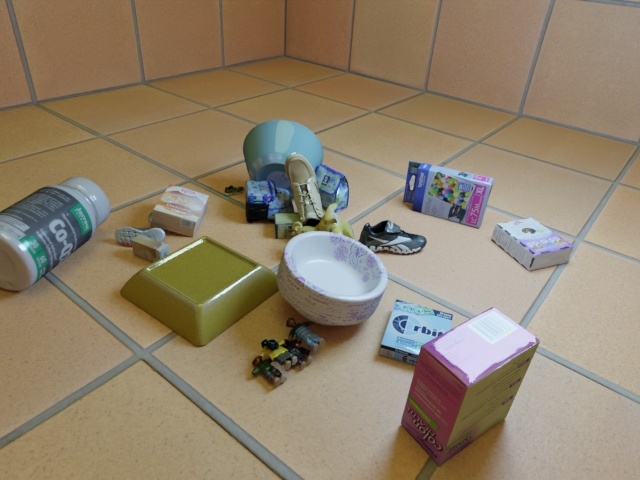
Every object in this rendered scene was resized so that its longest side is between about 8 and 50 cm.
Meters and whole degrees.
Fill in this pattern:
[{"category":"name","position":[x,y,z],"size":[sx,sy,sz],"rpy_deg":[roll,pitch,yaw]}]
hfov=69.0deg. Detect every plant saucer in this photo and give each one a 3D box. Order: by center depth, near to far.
[{"category":"plant saucer","position":[-0.328,0.105,1.303],"size":[0.333,0.080,0.333],"rpy_deg":[24,39,27]}]

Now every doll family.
[{"category":"doll family","position":[-0.083,0.256,1.112],"size":[0.193,0.075,0.111],"rpy_deg":[-21,36,-40]}]

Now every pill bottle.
[{"category":"pill bottle","position":[-0.796,-0.037,1.352],"size":[0.204,0.204,0.361],"rpy_deg":[11,34,10]}]

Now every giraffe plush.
[{"category":"giraffe plush","position":[0.000,0.000,1.447],"size":[0.171,0.210,0.181],"rpy_deg":[-20,34,18]}]

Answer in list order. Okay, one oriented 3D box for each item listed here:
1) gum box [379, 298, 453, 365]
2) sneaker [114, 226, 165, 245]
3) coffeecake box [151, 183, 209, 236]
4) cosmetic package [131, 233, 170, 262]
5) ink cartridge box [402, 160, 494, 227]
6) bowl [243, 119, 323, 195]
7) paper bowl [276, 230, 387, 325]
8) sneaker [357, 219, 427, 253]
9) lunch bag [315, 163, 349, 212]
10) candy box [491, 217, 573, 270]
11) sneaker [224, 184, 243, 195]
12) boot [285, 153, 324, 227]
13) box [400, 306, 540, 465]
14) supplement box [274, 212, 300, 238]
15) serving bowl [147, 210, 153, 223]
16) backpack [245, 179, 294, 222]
[{"category":"gum box","position":[0.249,0.239,1.196],"size":[0.157,0.041,0.184],"rpy_deg":[13,35,14]},{"category":"sneaker","position":[-0.574,-0.015,1.496],"size":[0.158,0.061,0.065],"rpy_deg":[3,6,-4]},{"category":"coffeecake box","position":[-0.475,-0.105,1.588],"size":[0.143,0.068,0.185],"rpy_deg":[16,32,-9]},{"category":"cosmetic package","position":[-0.515,0.029,1.415],"size":[0.115,0.060,0.041],"rpy_deg":[17,35,21]},{"category":"ink cartridge box","position":[0.456,-0.173,1.718],"size":[0.311,0.185,0.065],"rpy_deg":[19,38,22]},{"category":"bowl","position":[-0.148,-0.278,1.745],"size":[0.312,0.311,0.163],"rpy_deg":[4,49,0]},{"category":"paper bowl","position":[0.024,0.113,1.241],"size":[0.285,0.148,0.284],"rpy_deg":[14,33,-9]},{"category":"sneaker","position":[0.239,-0.016,1.526],"size":[0.235,0.106,0.078],"rpy_deg":[1,34,-4]},{"category":"lunch bag","position":[0.037,-0.198,1.740],"size":[0.129,0.151,0.096],"rpy_deg":[31,41,34]},{"category":"candy box","position":[0.711,0.008,1.577],"size":[0.165,0.070,0.196],"rpy_deg":[-9,36,-19]},{"category":"sneaker","position":[-0.333,-0.198,1.804],"size":[0.083,0.035,0.031],"rpy_deg":[-23,43,-35]},{"category":"boot","position":[-0.047,-0.140,1.553],"size":[0.095,0.261,0.203],"rpy_deg":[-14,36,2]},{"category":"box","position":[0.295,0.290,0.940],"size":[0.214,0.242,0.117],"rpy_deg":[-19,39,-30]},{"category":"supplement box","position":[-0.113,-0.051,1.586],"size":[0.083,0.056,0.083],"rpy_deg":[-1,33,-8]},{"category":"serving bowl","position":[-0.543,-0.067,1.579],"size":[0.083,0.027,0.083],"rpy_deg":[16,33,-11]},{"category":"backpack","position":[-0.180,-0.142,1.664],"size":[0.174,0.116,0.158],"rpy_deg":[0,33,-7]}]
